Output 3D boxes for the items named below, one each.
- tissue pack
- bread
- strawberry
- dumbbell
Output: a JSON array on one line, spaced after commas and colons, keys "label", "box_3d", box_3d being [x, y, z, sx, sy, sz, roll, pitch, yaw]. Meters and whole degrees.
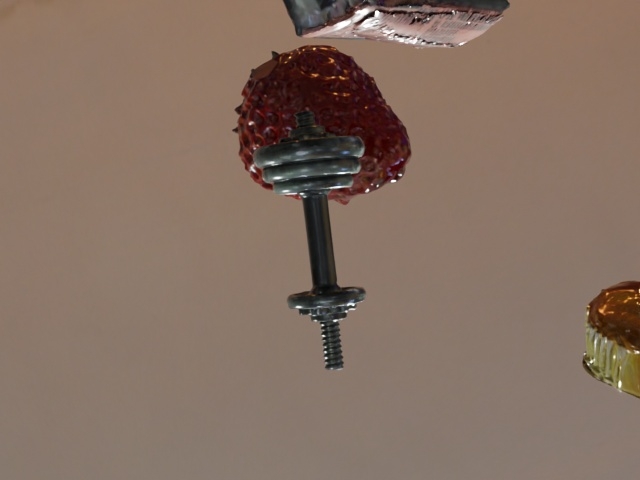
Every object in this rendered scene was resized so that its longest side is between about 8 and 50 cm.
[{"label": "tissue pack", "box_3d": [0.044, -0.294, 1.059, 0.123, 0.332, 0.244, -21, -93, 30]}, {"label": "bread", "box_3d": [0.414, 0.124, 1.395, 0.191, 0.114, 0.132, 16, -142, 29]}, {"label": "strawberry", "box_3d": [0.015, -0.125, 1.415, 0.205, 0.205, 0.244, -38, -138, -17]}, {"label": "dumbbell", "box_3d": [0.000, 0.000, 1.131, 0.110, 0.110, 0.254, -8, -89, -9]}]
